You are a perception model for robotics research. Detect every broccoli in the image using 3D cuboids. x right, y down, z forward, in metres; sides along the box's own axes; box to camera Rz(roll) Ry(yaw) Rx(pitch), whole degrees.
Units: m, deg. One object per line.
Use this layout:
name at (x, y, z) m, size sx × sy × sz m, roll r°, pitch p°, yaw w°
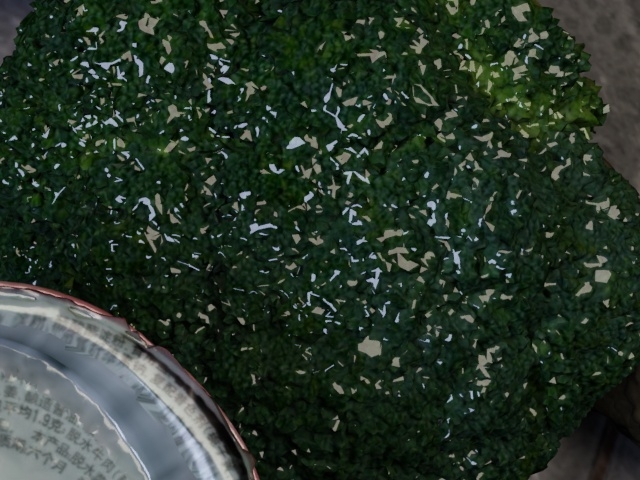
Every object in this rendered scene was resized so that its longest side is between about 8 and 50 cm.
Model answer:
broccoli at (0.000, 0.000, 0.600) m, size 0.295 × 0.245 × 0.265 m, roll 15°, pitch 106°, yaw -18°

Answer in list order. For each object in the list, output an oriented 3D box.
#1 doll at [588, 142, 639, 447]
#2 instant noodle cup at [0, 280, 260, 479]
doll at (0.133, -0.019, 0.763) m, size 0.286 × 0.091 × 0.202 m, roll 55°, pitch 22°, yaw -9°
instant noodle cup at (-0.136, 0.125, 0.463) m, size 0.244 × 0.255 × 0.243 m, roll 9°, pitch 67°, yaw -23°
